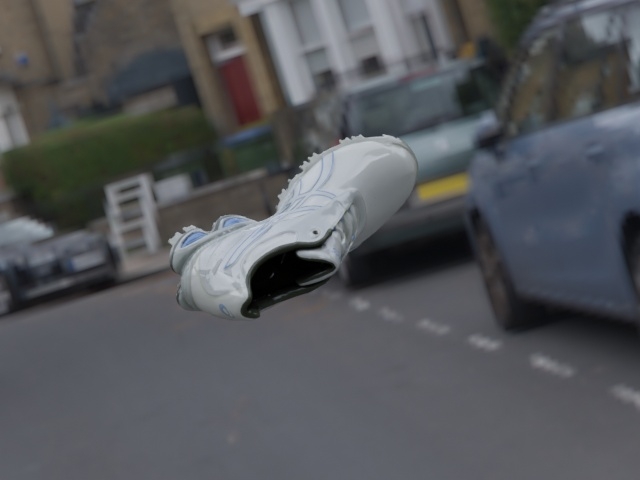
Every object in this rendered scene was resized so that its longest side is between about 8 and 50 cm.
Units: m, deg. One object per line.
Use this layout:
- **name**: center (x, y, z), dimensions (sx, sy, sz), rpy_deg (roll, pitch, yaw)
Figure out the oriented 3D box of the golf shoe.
- **golf shoe**: center (0.000, 0.000, 1.126), dimensions (0.176, 0.069, 0.086), rpy_deg (-33, 34, -21)
